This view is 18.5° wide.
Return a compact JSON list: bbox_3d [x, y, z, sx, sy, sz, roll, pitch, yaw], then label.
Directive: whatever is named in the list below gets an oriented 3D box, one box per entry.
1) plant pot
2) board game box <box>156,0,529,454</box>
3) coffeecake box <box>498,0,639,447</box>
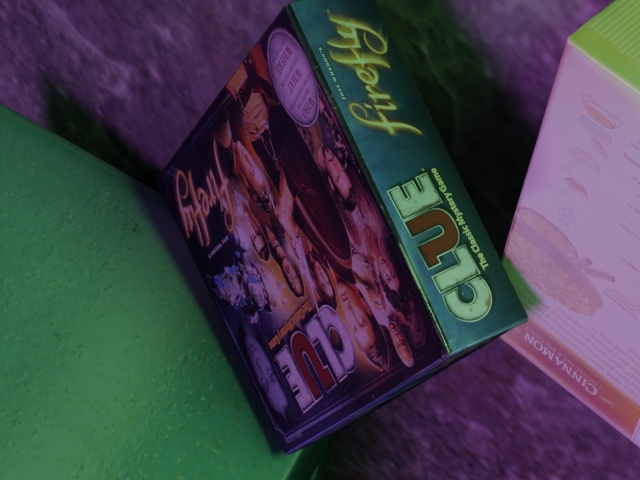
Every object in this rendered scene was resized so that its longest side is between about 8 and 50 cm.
[{"bbox_3d":[-0.133,0.122,1.117,0.252,0.247,0.248,22,143,11],"label":"plant pot"},{"bbox_3d":[0.000,0.000,0.928,0.165,0.042,0.243,64,157,8],"label":"board game box"},{"bbox_3d":[0.152,0.005,0.782,0.142,0.068,0.185,39,147,20],"label":"coffeecake box"}]
